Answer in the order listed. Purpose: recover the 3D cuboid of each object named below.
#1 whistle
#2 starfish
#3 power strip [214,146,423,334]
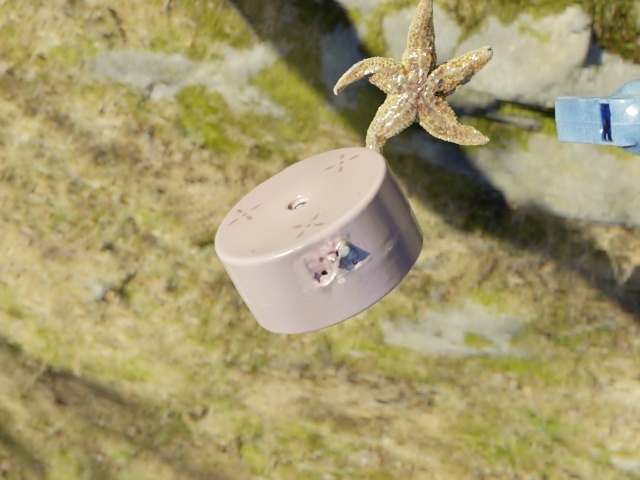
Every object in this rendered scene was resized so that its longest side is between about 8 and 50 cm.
[{"bbox_3d":[0.335,-0.134,1.412,0.090,0.090,0.158,41,167,-27],"label":"whistle"},{"bbox_3d":[0.144,-0.215,1.873,0.235,0.062,0.277,21,106,6],"label":"starfish"},{"bbox_3d":[0.000,0.000,1.009,0.154,0.154,0.078,-12,121,30],"label":"power strip"}]
